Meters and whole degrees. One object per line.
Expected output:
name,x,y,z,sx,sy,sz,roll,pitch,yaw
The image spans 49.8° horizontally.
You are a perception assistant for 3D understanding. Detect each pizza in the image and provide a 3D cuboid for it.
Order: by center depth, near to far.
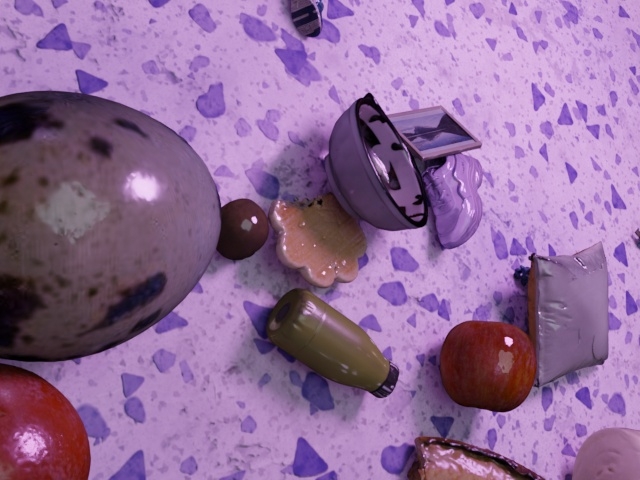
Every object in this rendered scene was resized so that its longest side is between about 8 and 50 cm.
pizza,0.371,0.576,1.275,0.392,0.080,0.434,-1,72,-8

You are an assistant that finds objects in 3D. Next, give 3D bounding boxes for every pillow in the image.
pillow,0.579,0.168,1.602,0.312,0.119,0.310,-7,94,-39

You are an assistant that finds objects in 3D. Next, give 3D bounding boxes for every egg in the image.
egg,-0.323,-0.024,0.906,0.428,0.345,0.345,-19,87,-42

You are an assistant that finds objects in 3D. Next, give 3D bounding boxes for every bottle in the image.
bottle,0.031,0.193,1.234,0.260,0.112,0.112,37,58,-21

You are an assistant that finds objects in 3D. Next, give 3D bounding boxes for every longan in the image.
longan,-0.138,-0.013,1.195,0.106,0.106,0.119,-54,150,-34

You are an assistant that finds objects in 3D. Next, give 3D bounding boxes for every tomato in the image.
tomato,-0.410,0.263,0.808,0.265,0.265,0.264,11,70,-32

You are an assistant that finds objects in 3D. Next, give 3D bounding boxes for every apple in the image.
apple,0.332,0.252,1.379,0.188,0.188,0.173,19,74,-30

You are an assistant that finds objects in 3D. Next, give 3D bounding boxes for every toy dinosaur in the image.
toy dinosaur,0.492,0.084,1.630,0.083,0.047,0.030,41,58,-20

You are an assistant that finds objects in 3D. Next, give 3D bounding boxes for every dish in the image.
dish,0.095,-0.132,1.342,0.303,0.120,0.303,46,29,-35

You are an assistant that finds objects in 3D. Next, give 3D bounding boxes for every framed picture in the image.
framed picture,0.246,-0.241,1.531,0.203,0.015,0.150,-16,54,-37

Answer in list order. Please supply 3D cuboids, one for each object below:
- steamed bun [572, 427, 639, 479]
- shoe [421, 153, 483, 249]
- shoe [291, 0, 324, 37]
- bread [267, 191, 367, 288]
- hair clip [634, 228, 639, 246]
steamed bun,0.742,0.642,1.465,0.371,0.290,0.455,15,38,-31
shoe,0.279,-0.103,1.515,0.138,0.095,0.245,26,59,-22
shoe,-0.022,-0.493,1.444,0.071,0.064,0.142,-5,84,-55
bread,0.000,0.000,1.292,0.251,0.039,0.181,-11,84,-50
hair clip,0.952,0.027,1.975,0.173,0.049,0.049,48,55,-20
